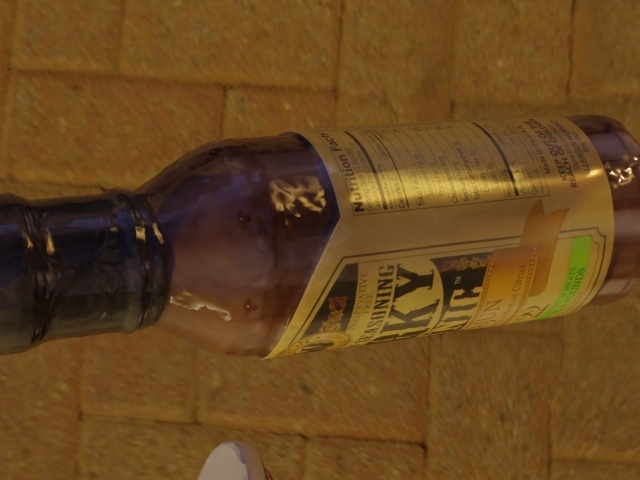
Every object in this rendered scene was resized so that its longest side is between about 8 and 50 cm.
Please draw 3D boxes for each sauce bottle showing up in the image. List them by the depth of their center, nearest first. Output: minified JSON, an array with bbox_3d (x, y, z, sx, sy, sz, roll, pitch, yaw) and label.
[{"bbox_3d":[0.000,0.000,0.641,0.344,0.111,0.111,-7,75,-23],"label":"sauce bottle"}]

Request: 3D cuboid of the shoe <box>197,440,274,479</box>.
[{"bbox_3d":[-0.020,0.195,0.689,0.063,0.081,0.178,-40,44,38],"label":"shoe"}]
